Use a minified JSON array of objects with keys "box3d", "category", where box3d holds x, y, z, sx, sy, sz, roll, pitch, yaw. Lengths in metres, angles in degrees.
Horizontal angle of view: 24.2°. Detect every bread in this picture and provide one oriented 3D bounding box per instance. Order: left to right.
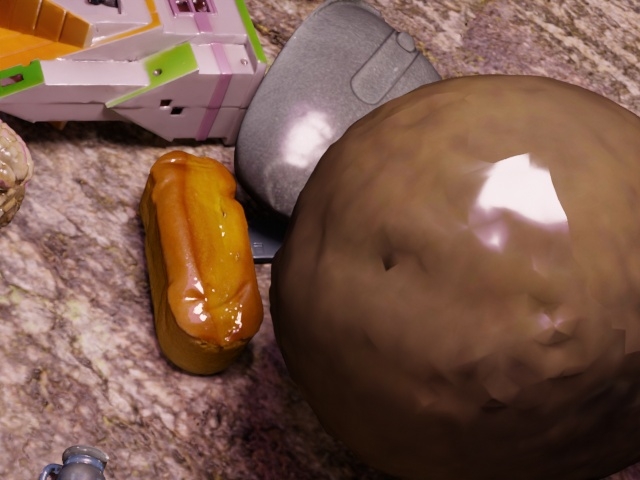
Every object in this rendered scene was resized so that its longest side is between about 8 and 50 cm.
[{"box3d":[-0.123,0.017,1.527,0.102,0.094,0.246,3,51,-20],"category":"bread"}]

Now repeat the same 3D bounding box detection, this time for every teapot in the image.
[{"box3d":[-0.224,0.234,1.361,0.049,0.063,0.083,34,40,-30],"category":"teapot"}]

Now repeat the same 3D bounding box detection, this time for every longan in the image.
[{"box3d":[0.161,0.044,1.384,0.436,0.404,0.404,12,42,-48],"category":"longan"}]

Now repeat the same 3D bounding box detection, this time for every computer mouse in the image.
[{"box3d":[0.041,-0.154,1.660,0.203,0.114,0.374,38,46,-4],"category":"computer mouse"}]

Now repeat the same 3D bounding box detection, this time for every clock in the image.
[{"box3d":[-0.249,-0.227,1.639,0.309,0.166,0.235,-2,53,-27],"category":"clock"}]

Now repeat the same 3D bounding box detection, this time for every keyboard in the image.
[{"box3d":[0.000,-0.001,1.624,0.176,0.014,0.055,-1,52,-17],"category":"keyboard"}]

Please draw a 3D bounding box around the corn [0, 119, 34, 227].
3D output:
[{"box3d":[-0.432,-0.138,1.510,0.335,0.127,0.126,42,53,4],"category":"corn"}]
